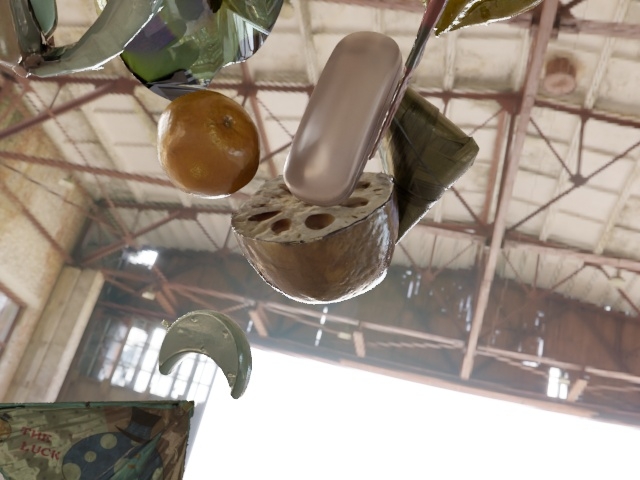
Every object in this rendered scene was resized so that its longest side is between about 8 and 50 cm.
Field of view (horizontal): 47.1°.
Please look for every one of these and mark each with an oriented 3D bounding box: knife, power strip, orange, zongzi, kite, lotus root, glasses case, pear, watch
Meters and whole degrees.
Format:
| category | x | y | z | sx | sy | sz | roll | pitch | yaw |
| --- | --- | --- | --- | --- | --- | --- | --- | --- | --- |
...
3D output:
| category | x | y | z | sx | sy | sz | roll | pitch | yaw |
| --- | --- | --- | --- | --- | --- | --- | --- | --- | --- |
| knife | 0.095 | -0.189 | 0.745 | 0.018 | 0.035 | 0.247 | 26 | -58 | 4 |
| power strip | -0.249 | 0.228 | 1.553 | 0.253 | 0.168 | 0.054 | 13 | -2 | 32 |
| orange | -0.164 | -0.134 | 1.060 | 0.159 | 0.159 | 0.136 | 29 | -39 | -25 |
| zongzi | 0.123 | -0.139 | 1.279 | 0.221 | 0.242 | 0.112 | 42 | 12 | 5 |
| kite | -0.293 | 0.326 | 0.904 | 0.406 | 0.368 | 0.014 | 50 | -9 | -12 |
| lotus root | 0.000 | 0.000 | 1.184 | 0.272 | 0.272 | 0.192 | 5 | -52 | 20 |
| glasses case | 0.037 | -0.191 | 1.136 | 0.113 | 0.297 | 0.075 | 17 | -15 | 21 |
| pear | -0.242 | -0.454 | 1.238 | 0.165 | 0.399 | 0.399 | 30 | -17 | 29 |
| watch | -0.305 | -0.338 | 0.926 | 0.241 | 0.162 | 0.254 | 3 | -54 | 2 |

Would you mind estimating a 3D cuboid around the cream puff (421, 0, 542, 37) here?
| category | x | y | z | sx | sy | sz | roll | pitch | yaw |
| --- | --- | --- | --- | --- | --- | --- | --- | --- | --- |
| cream puff | 0.207 | -0.478 | 1.116 | 0.257 | 0.291 | 0.324 | -41 | -50 | 8 |
